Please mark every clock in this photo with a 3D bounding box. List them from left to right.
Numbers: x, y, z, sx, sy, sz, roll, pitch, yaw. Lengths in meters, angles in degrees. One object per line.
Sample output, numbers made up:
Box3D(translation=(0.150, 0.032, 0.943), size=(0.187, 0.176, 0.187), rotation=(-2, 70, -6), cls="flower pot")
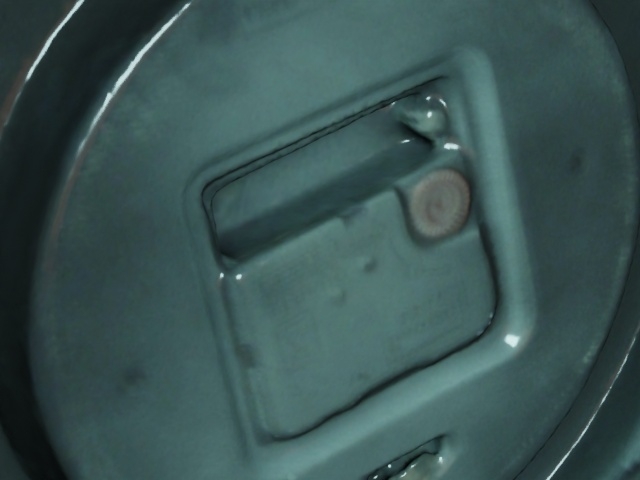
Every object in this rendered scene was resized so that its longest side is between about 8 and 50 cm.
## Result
Box3D(translation=(0.000, 0.000, 0.633), size=(0.325, 0.067, 0.325), rotation=(-13, 115, -29), cls="clock")
